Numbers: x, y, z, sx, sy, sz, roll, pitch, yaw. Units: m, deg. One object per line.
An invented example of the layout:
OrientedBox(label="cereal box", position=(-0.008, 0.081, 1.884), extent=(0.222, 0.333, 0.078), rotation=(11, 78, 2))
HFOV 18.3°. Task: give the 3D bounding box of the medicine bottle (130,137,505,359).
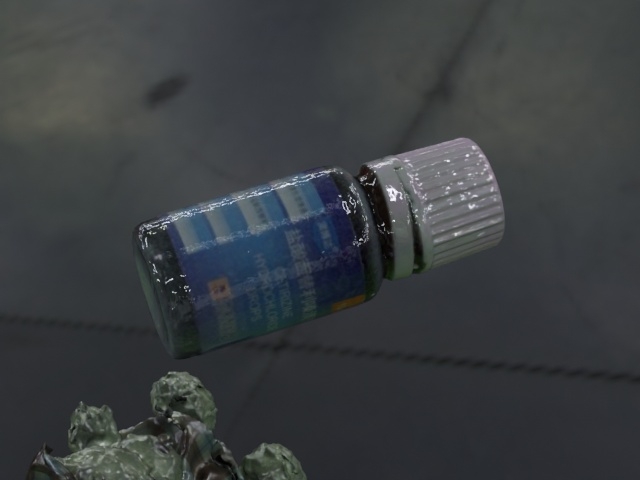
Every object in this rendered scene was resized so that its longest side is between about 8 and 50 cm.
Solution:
OrientedBox(label="medicine bottle", position=(0.000, 0.000, 1.113), extent=(0.203, 0.083, 0.083), rotation=(-18, 34, -13))

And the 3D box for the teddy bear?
OrientedBox(label="teddy bear", position=(-0.110, 0.156, 1.179), extent=(0.133, 0.111, 0.213), rotation=(37, 18, 18))
